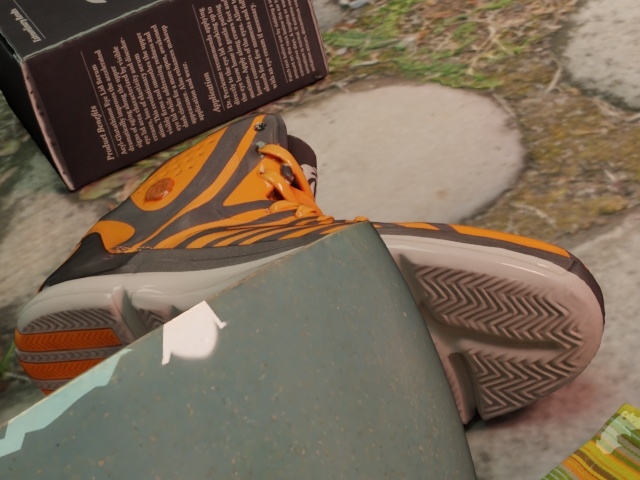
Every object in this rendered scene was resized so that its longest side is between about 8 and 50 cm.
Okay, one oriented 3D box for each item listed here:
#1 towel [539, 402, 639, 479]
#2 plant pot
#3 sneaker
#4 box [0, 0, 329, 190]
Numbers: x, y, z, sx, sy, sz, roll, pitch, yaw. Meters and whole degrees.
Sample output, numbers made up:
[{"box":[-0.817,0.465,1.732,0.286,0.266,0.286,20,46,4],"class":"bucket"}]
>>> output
[{"box":[0.090,0.161,0.720,0.237,0.021,0.102,-34,38,-24],"class":"towel"},{"box":[-0.051,0.153,0.588,0.290,0.195,0.290,-33,-5,-3],"class":"plant pot"},{"box":[0.000,0.000,0.890,0.321,0.124,0.180,-1,38,21],"class":"sneaker"},{"box":[-0.124,-0.147,1.159,0.207,0.108,0.153,-25,36,-12],"class":"box"}]
